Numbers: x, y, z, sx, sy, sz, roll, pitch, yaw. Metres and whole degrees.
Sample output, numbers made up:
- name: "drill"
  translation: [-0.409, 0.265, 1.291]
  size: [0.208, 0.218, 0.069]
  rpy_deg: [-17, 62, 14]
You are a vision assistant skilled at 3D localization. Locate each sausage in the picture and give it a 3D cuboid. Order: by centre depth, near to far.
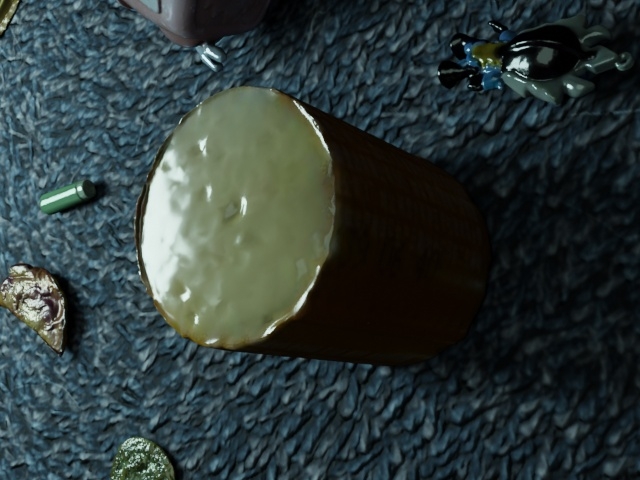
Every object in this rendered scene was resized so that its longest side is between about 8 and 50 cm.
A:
- name: "sausage"
  translation: [0.000, 0.000, 0.914]
  size: [0.233, 0.287, 0.233]
  rpy_deg: [-7, 77, 32]

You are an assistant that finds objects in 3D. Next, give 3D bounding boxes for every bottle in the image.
- name: "bottle"
  translation: [-0.342, -0.059, 1.313]
  size: [0.083, 0.030, 0.030]
  rpy_deg: [-17, 72, 30]

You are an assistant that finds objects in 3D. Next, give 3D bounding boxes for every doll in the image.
- name: "doll"
  translation: [0.207, -0.174, 0.938]
  size: [0.195, 0.070, 0.096]
  rpy_deg: [9, 70, 39]

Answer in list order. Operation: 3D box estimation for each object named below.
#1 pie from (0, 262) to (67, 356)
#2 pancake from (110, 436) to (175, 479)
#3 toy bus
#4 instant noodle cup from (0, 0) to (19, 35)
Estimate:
- name: "pie"
  translation: [-0.388, 0.082, 1.316]
  size: [0.170, 0.034, 0.092]
  rpy_deg: [25, 99, 36]
- name: "pancake"
  translation: [-0.218, 0.292, 1.172]
  size: [0.108, 0.017, 0.108]
  rpy_deg: [-7, 77, 33]
- name: "toy bus"
  translation: [-0.167, -0.355, 1.143]
  size: [0.294, 0.197, 0.231]
  rpy_deg: [42, 134, 35]
- name: "instant noodle cup"
  translation: [-0.574, -0.417, 1.501]
  size: [0.274, 0.091, 0.274]
  rpy_deg: [-7, 78, 34]
